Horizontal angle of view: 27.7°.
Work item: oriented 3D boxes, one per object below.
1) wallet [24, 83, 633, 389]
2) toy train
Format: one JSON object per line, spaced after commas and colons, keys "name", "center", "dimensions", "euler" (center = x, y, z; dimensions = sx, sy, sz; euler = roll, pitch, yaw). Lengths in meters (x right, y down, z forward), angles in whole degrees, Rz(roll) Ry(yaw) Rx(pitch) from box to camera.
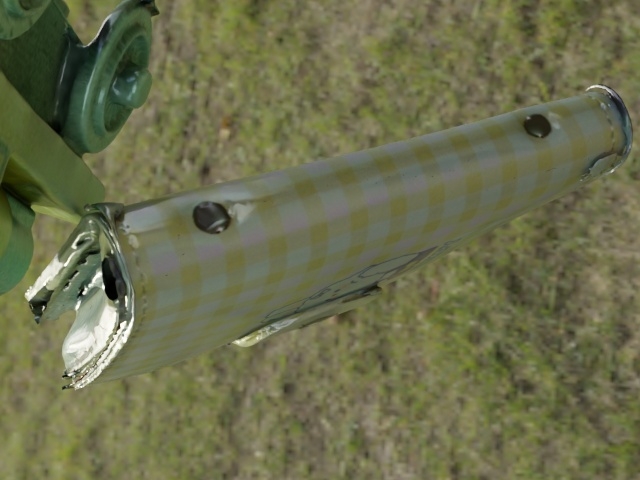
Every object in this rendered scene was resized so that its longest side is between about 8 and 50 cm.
{"name": "wallet", "center": [0.000, 0.000, 0.756], "dimensions": [0.077, 0.310, 0.223], "euler": [68, 154, 13]}
{"name": "toy train", "center": [-0.179, -0.057, 0.589], "dimensions": [0.369, 0.150, 0.237], "euler": [80, -152, -80]}
